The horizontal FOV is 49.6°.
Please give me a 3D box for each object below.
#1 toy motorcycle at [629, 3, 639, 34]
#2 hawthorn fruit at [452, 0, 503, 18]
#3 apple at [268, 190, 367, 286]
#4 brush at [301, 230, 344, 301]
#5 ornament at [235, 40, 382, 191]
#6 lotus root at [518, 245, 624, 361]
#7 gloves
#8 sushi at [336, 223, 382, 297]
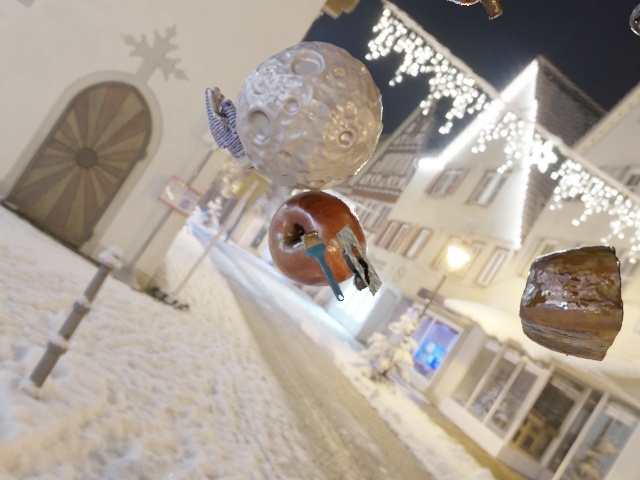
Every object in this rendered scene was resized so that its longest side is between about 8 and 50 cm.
[{"bbox_3d":[0.619,-0.342,1.096,0.229,0.074,0.151,-9,-51,28],"label":"toy motorcycle"},{"bbox_3d":[0.243,-0.511,1.109,0.307,0.265,0.265,62,-11,-17],"label":"hawthorn fruit"},{"bbox_3d":[0.000,0.000,1.720,0.253,0.253,0.253,32,-2,1],"label":"apple"},{"bbox_3d":[0.010,0.056,1.467,0.014,0.051,0.164,-36,-101,52],"label":"brush"},{"bbox_3d":[-0.021,-0.268,1.564,0.337,0.337,0.337,32,-2,1],"label":"ornament"},{"bbox_3d":[0.677,0.158,1.895,0.250,0.316,0.316,5,-11,17],"label":"lotus root"},{"bbox_3d":[-0.225,-0.282,1.744,0.119,0.097,0.229,-9,-65,47],"label":"gloves"},{"bbox_3d":[0.058,0.038,1.192,0.126,0.026,0.120,60,16,-1],"label":"sushi"}]
